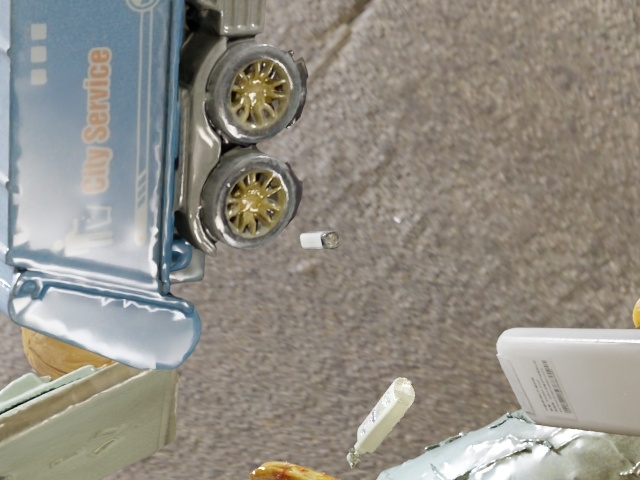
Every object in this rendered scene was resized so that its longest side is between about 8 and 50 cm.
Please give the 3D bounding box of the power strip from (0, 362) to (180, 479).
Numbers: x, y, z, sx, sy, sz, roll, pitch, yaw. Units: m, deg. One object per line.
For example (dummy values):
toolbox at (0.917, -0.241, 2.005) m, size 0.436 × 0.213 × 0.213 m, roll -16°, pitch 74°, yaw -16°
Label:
power strip at (-0.212, 0.142, 1.083) m, size 0.213 × 0.198 × 0.064 m, roll -25°, pitch 68°, yaw -20°

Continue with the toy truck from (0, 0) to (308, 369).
toy truck at (-0.111, -0.114, 0.792) m, size 0.146 × 0.175 × 0.367 m, roll 25°, pitch 117°, yaw 50°

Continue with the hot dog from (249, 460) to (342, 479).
hot dog at (0.009, 0.207, 1.098) m, size 0.144 × 0.038 × 0.062 m, roll 22°, pitch 121°, yaw 16°

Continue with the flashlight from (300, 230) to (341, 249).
flashlight at (0.000, 0.000, 1.468) m, size 0.018 × 0.083 × 0.018 m, roll -13°, pitch 93°, yaw -17°

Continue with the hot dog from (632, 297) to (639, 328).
hot dog at (0.458, 0.063, 1.633) m, size 0.236 × 0.062 × 0.092 m, roll -35°, pitch 87°, yaw 37°

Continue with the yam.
yam at (0.239, 0.253, 1.360) m, size 0.348 × 0.241 × 0.241 m, roll -34°, pitch 70°, yaw 31°

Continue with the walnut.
walnut at (-0.295, 0.105, 1.891) m, size 0.165 × 0.197 × 0.165 m, roll 17°, pitch 112°, yaw 49°

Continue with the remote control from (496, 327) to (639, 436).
remote control at (0.191, 0.077, 0.787) m, size 0.029 × 0.261 × 0.067 m, roll -32°, pitch 103°, yaw -28°

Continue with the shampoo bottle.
shampoo bottle at (0.073, 0.237, 1.849) m, size 0.141 × 0.034 × 0.049 m, roll -56°, pitch 21°, yaw 32°
